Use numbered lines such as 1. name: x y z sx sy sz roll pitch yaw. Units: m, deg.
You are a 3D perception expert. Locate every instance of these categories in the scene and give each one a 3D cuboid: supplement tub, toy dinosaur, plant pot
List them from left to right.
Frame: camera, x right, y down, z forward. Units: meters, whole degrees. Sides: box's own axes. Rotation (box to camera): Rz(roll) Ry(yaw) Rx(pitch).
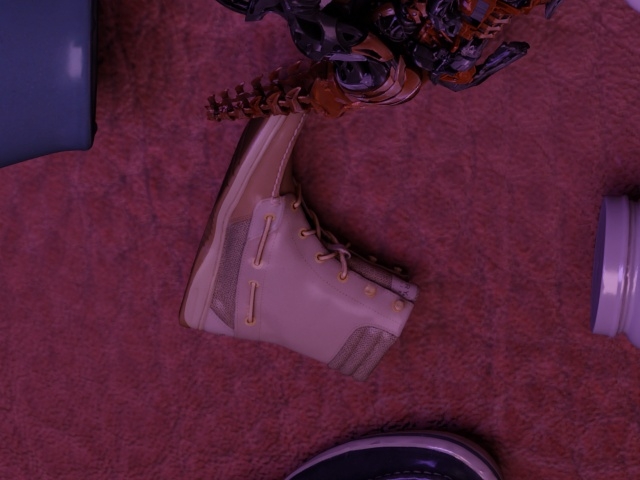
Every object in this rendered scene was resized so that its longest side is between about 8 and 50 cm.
1. plant pot: -0.312 -0.165 1.199 0.255 0.271 0.271 2 119 -8
2. toy dinosaur: 0.040 -0.171 1.137 0.322 0.164 0.218 -41 126 11
3. supplement tub: 0.339 0.030 1.250 0.200 0.144 0.144 5 119 6

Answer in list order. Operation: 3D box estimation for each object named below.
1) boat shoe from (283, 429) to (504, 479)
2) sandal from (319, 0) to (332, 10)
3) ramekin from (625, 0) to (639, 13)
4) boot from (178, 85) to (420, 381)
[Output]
1. boat shoe: -0.037 0.344 1.478 0.500 0.156 0.186 -25 110 19
2. sandal: 0.032 -0.267 1.188 0.090 0.060 0.219 31 119 -8
3. ramekin: 0.319 -0.271 1.071 0.277 0.135 0.277 5 110 13
4. boot: 0.000 0.000 1.319 0.204 0.095 0.262 20 117 -4
